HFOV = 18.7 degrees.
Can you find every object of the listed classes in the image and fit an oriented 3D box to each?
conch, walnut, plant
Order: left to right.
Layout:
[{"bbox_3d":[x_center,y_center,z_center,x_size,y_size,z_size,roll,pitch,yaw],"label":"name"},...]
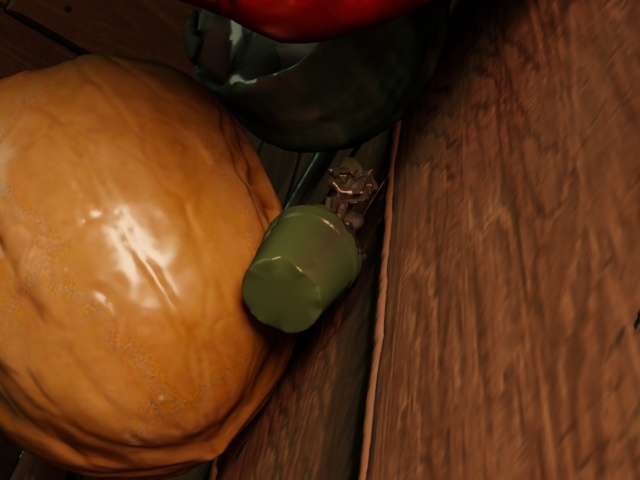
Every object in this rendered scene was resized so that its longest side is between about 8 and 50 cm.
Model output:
[{"bbox_3d":[-0.105,0.016,0.989,0.195,0.222,0.195,-25,-23,-11],"label":"walnut"},{"bbox_3d":[0.000,0.000,0.925,0.051,0.051,0.102,-55,0,41],"label":"plant"},{"bbox_3d":[0.022,-0.175,1.083,0.277,0.195,0.220,-38,13,-13],"label":"conch"}]

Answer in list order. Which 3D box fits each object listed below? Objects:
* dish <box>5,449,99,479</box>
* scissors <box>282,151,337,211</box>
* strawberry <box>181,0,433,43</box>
[{"bbox_3d":[-0.159,0.204,1.084,0.213,0.090,0.213,-60,8,13],"label":"dish"},{"bbox_3d":[0.066,-0.163,1.256,0.447,0.029,0.192,-59,5,6],"label":"scissors"},{"bbox_3d":[-0.006,-0.254,0.868,0.318,0.295,0.345,-64,26,2],"label":"strawberry"}]
